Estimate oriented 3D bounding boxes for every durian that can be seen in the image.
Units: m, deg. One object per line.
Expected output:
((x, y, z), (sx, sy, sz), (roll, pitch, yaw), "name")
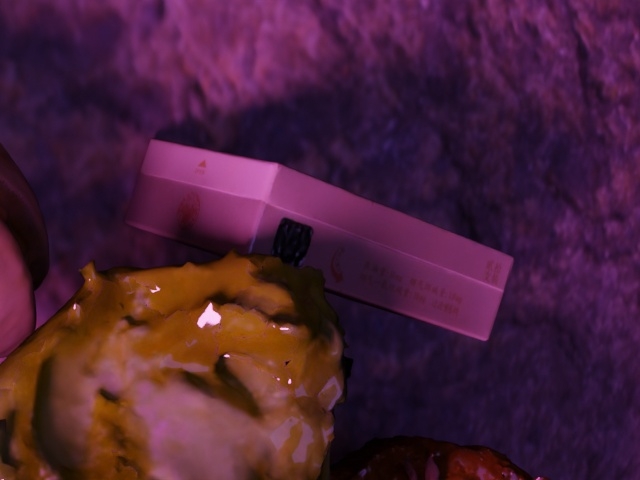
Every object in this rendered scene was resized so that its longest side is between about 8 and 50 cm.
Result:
((-0.110, 0.186, 0.723), (0.204, 0.256, 0.339), (20, 125, -20), "durian")

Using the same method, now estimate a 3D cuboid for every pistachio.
((-0.209, -0.009, 0.708), (0.124, 0.124, 0.185), (-55, 132, -21), "pistachio")

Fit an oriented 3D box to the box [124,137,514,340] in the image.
((0.000, 0.000, 0.857), (0.201, 0.141, 0.058), (21, 86, -37), "box")

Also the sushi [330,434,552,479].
((0.076, 0.233, 0.934), (0.296, 0.167, 0.179), (50, 50, -52), "sushi")
